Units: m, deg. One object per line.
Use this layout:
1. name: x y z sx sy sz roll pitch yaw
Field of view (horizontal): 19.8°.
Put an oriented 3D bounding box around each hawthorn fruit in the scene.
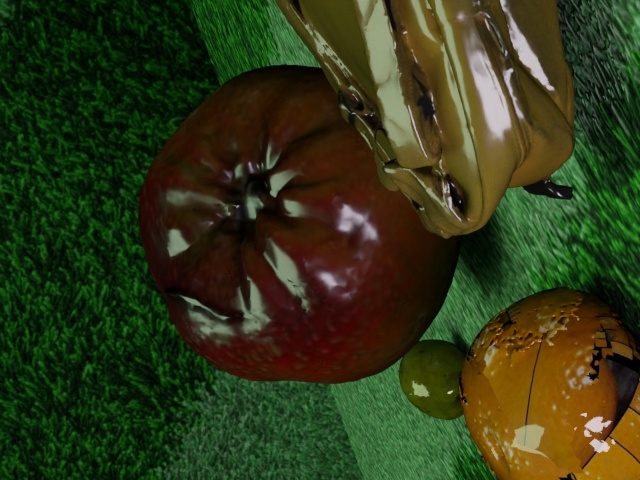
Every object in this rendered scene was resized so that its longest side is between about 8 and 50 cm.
1. hawthorn fruit: 0.000 0.000 2.206 0.403 0.403 0.403 156 90 -81

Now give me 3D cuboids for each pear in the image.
1. pear: 0.160 0.189 2.516 0.131 0.107 0.107 45 159 46

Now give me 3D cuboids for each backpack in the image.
1. backpack: 0.093 -0.193 1.582 0.353 0.201 0.378 -162 51 -77

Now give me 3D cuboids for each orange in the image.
1. orange: 0.240 0.163 1.767 0.234 0.182 0.234 51 151 43
